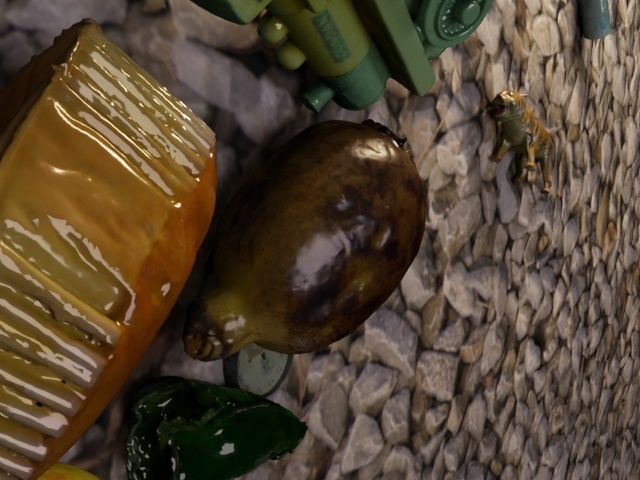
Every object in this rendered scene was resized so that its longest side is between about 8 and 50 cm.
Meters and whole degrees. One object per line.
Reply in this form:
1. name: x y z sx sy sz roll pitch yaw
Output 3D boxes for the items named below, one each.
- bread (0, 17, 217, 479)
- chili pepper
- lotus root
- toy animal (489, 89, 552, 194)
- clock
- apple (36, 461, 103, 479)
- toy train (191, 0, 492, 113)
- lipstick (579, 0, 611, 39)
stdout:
1. bread: -0.155 0.007 0.384 0.133 0.179 0.250 39 44 -28
2. chili pepper: -0.083 0.175 0.616 0.216 0.062 0.108 26 94 -52
3. lotus root: 0.000 0.000 0.619 0.314 0.141 0.169 -48 127 -34
4. toy animal: 0.316 -0.144 1.063 0.241 0.057 0.099 25 77 -50
5. clock: -0.057 0.112 0.669 0.085 0.017 0.085 -13 107 -50
6. apple: -0.182 0.220 0.393 0.196 0.196 0.195 -13 106 -50
7. toy train: 0.015 -0.233 0.584 0.237 0.150 0.369 -46 148 0
8. lipstick: 0.475 -0.434 1.219 0.048 0.048 0.157 -47 130 -36
